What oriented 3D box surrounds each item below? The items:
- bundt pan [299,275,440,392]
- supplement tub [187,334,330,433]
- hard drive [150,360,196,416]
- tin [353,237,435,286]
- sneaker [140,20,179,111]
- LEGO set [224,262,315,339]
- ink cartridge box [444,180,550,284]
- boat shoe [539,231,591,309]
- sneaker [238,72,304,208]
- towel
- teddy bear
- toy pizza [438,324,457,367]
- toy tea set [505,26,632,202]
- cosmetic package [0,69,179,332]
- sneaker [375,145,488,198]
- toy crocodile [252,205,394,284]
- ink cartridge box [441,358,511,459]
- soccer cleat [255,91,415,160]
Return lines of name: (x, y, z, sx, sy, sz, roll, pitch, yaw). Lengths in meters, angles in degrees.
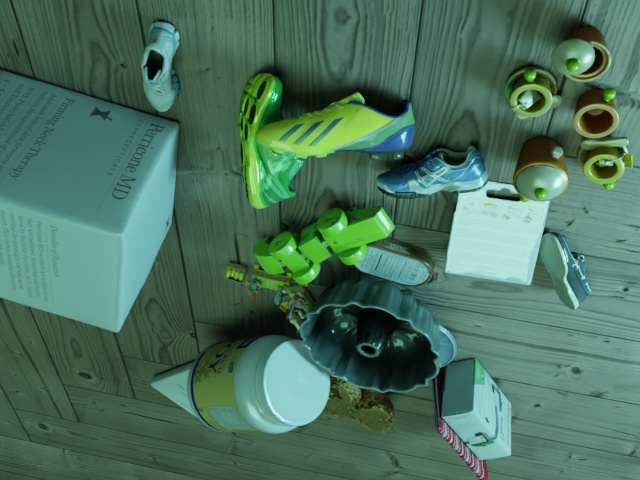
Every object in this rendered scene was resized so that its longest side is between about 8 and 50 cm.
bundt pan: (0.124, 0.207, 1.757, 0.331, 0.124, 0.331, 12, 137, 12)
supplement tub: (-0.159, 0.364, 1.928, 0.241, 0.241, 0.331, 42, 146, -26)
hard drive: (-0.330, 0.431, 2.251, 0.307, 0.040, 0.203, -25, 125, 36)
tin: (0.158, 0.046, 1.680, 0.190, 0.040, 0.106, 17, 134, 0)
sneaker: (-0.305, -0.305, 1.408, 0.071, 0.083, 0.190, 13, 140, 2)
LEGO set: (-0.102, 0.151, 1.822, 0.287, 0.107, 0.132, 38, 134, -23)
ink cartridge box: (0.355, -0.024, 1.544, 0.181, 0.056, 0.224, 9, 120, 9)
boat shoe: (0.509, 0.052, 1.571, 0.065, 0.075, 0.206, -34, 123, -9)
sneaker: (-0.090, -0.194, 1.465, 0.124, 0.109, 0.295, -10, 135, -14)
towel: (0.356, 0.479, 1.966, 0.031, 0.199, 0.275, -25, 125, 22)
teddy bear: (0.045, 0.405, 2.072, 0.338, 0.113, 0.245, 6, 131, 23)
toy pizza: (0.235, 0.247, 1.874, 0.201, 0.032, 0.201, 11, 136, 10)
toy tea set: (0.408, -0.187, 1.276, 0.200, 0.124, 0.336, -5, 134, 23)
cosmetic package: (-0.528, -0.078, 1.540, 0.394, 0.329, 0.327, 16, 138, -1)
sneaker: (0.207, -0.134, 1.444, 0.211, 0.080, 0.081, -8, 128, 12)
toy crocodile: (0.000, 0.000, 1.641, 0.341, 0.105, 0.115, -23, 125, 30)
ink cartridge box: (0.398, 0.428, 1.926, 0.093, 0.160, 0.219, -19, 129, 31)
soccer cleat: (0.028, -0.208, 1.365, 0.289, 0.093, 0.121, -2, 115, -10)
